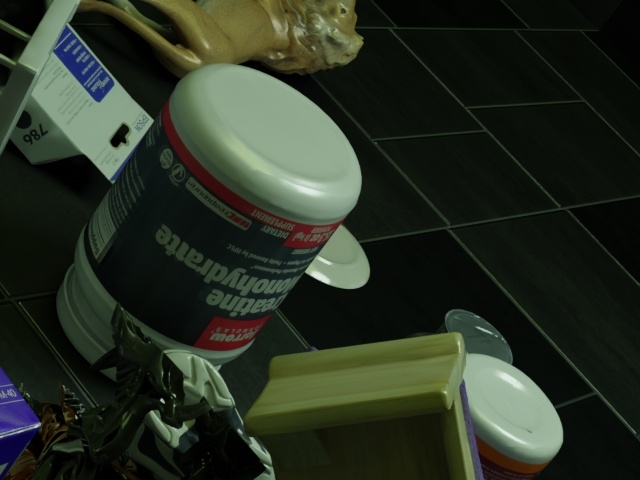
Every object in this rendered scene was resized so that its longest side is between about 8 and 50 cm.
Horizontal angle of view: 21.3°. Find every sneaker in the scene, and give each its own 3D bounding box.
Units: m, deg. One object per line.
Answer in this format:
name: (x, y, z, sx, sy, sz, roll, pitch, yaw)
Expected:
sneaker: (-0.099, 0.194, 1.452, 0.235, 0.094, 0.153, 59, -13, -14)

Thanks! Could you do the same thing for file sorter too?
file sorter: (-0.347, -0.114, 1.450, 0.173, 0.278, 0.193, 27, 29, -9)

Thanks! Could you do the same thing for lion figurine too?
lion figurine: (-0.121, -0.265, 2.108, 0.240, 0.142, 0.392, 49, 44, 7)

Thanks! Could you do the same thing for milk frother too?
milk frother: (0.126, 0.167, 1.700, 0.129, 0.135, 0.143, -5, 49, -50)

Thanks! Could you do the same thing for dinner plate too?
dinner plate: (0.000, 0.000, 1.937, 0.141, 0.017, 0.141, 26, 31, -17)

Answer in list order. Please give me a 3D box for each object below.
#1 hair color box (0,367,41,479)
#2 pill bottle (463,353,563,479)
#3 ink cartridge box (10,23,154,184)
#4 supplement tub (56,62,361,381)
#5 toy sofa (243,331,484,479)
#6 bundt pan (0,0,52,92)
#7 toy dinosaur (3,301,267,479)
hair color box: (-0.365, 0.076, 1.233, 0.339, 0.185, 0.110, 49, 31, 21)
pill bottle: (0.106, 0.214, 1.513, 0.121, 0.221, 0.121, 27, 29, -17)
ink cartridge box: (-0.317, -0.198, 1.770, 0.333, 0.065, 0.165, 49, 26, -12)
supplement tub: (-0.105, -0.007, 1.554, 0.191, 0.272, 0.191, 27, 30, -17)
toy sofa: (0.064, 0.254, 1.271, 0.177, 0.150, 0.363, -49, 129, -73)
bundt pan: (-0.404, -0.267, 1.595, 0.330, 0.331, 0.124, 31, 11, -11)
toy dinosaur: (-0.161, 0.192, 1.250, 0.322, 0.218, 0.164, 43, -9, 33)
